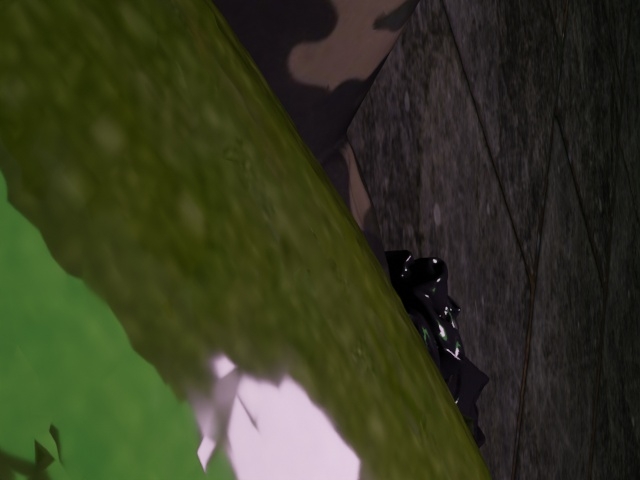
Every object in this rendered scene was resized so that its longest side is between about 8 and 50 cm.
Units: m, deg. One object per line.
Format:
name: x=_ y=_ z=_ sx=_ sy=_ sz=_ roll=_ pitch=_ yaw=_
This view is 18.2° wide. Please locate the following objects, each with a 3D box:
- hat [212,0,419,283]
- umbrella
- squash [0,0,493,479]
hat: x=0.000 y=0.000 z=0.866 sx=0.257 sy=0.382 sz=0.366 roll=49 pitch=28 yaw=-2
umbrella: x=0.059 y=0.091 z=1.334 sx=0.110 sy=0.122 sz=0.272 roll=-43 pitch=153 yaw=-6
squash: x=-0.133 y=-0.023 z=0.433 sx=0.310 sy=0.310 sz=0.308 roll=-62 pitch=143 yaw=-58
